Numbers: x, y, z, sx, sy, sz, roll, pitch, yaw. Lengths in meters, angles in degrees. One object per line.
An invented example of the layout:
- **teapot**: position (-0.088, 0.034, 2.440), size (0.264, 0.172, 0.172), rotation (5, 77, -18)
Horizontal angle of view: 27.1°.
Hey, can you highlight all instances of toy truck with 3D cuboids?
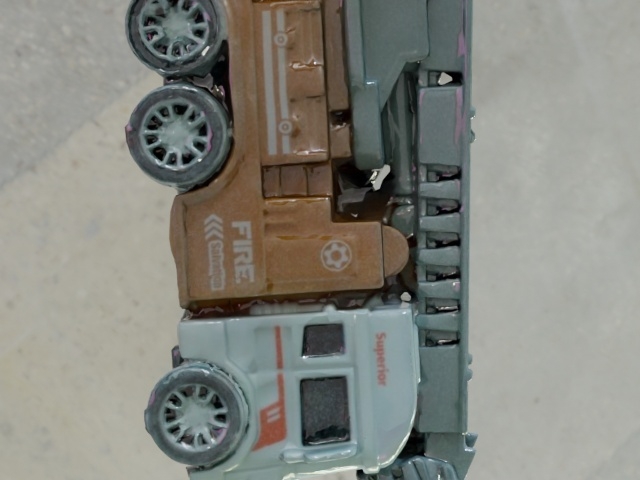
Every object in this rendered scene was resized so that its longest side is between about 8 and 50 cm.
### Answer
- **toy truck**: position (0.000, 0.000, 0.729), size (0.184, 0.133, 0.338), rotation (-3, 93, 5)
